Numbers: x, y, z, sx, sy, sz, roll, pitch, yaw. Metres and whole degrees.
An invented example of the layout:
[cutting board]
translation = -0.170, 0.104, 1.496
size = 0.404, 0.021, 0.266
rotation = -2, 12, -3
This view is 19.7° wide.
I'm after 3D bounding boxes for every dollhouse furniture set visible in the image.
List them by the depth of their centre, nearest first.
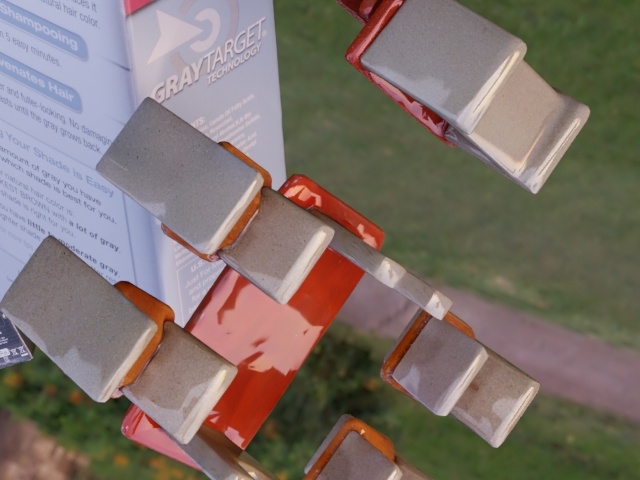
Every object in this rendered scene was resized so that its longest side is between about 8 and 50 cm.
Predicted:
[dollhouse furniture set]
translation = 0.000, 0.000, 0.898
size = 0.135, 0.259, 0.262
rotation = 35, 180, 42

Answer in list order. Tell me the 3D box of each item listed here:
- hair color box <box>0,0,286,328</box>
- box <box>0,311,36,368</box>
[hair color box]
translation = -0.124, -0.099, 1.044
size = 0.185, 0.113, 0.374
rotation = 28, 139, 33
[box]
translation = -0.331, 0.033, 1.363
size = 0.190, 0.045, 0.184
rotation = -16, 120, 15
